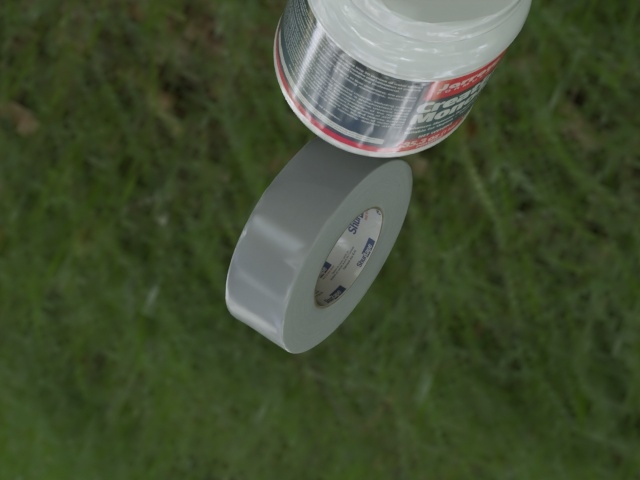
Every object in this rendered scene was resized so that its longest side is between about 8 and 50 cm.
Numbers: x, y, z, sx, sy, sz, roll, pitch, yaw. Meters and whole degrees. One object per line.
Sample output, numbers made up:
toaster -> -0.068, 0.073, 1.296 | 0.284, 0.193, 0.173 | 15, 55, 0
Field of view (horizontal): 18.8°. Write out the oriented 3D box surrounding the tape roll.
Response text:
tape roll -> 0.000, 0.000, 1.895 | 0.072, 0.219, 0.219 | 31, 161, 19

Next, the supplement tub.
supplement tub -> 0.070, -0.199, 1.624 | 0.191, 0.191, 0.272 | 24, 160, -1
